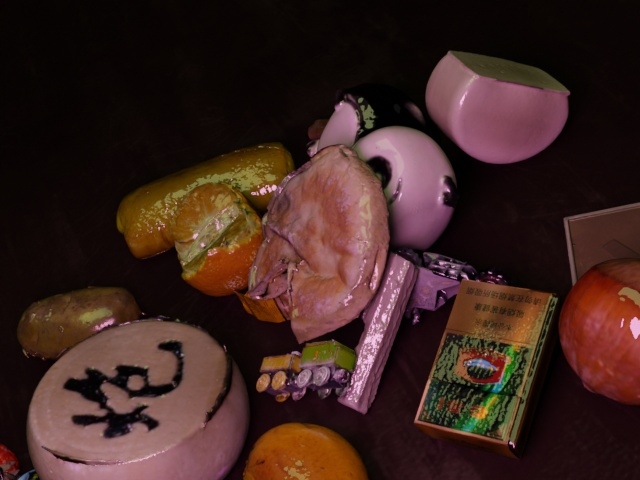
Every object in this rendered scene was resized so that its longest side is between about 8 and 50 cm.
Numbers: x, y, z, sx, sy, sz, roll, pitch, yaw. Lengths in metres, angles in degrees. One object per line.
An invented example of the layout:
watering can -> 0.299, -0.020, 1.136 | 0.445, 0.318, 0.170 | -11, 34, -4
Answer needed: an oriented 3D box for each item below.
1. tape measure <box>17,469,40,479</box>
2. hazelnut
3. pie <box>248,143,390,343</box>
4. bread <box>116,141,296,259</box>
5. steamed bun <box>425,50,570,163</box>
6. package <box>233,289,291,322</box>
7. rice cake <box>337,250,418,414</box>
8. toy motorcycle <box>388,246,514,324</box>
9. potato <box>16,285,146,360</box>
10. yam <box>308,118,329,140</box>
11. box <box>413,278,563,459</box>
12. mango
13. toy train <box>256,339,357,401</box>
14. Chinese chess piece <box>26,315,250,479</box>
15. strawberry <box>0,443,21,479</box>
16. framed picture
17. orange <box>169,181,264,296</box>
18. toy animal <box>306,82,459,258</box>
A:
tape measure -> -0.450, 0.427, 1.684 | 0.146, 0.081, 0.125 | -4, 48, 25
hazelnut -> 0.430, 0.124, 1.462 | 0.214, 0.176, 0.214 | -35, 42, 39
pie -> 0.000, 0.000, 1.710 | 0.337, 0.075, 0.337 | -27, 52, 40
bread -> -0.232, -0.091, 2.099 | 0.383, 0.112, 0.166 | -20, 40, 7
steamed bun -> 0.312, -0.231, 1.891 | 0.241, 0.164, 0.146 | 6, 27, -28
package -> -0.081, 0.105, 1.837 | 0.131, 0.071, 0.047 | -14, 44, 13
rice cake -> 0.088, 0.141, 1.643 | 0.057, 0.052, 0.256 | 15, 83, 53
toy motorcycle -> 0.199, 0.084, 1.686 | 0.215, 0.122, 0.080 | 13, 29, 21
potato -> -0.444, 0.155, 1.956 | 0.251, 0.113, 0.149 | -9, 34, 8
yam -> 0.085, -0.231, 2.122 | 0.241, 0.057, 0.057 | -3, 45, 27
box -> 0.250, 0.183, 1.531 | 0.159, 0.071, 0.240 | 8, 67, 32
mango -> -0.004, 0.362, 1.476 | 0.167, 0.130, 0.262 | -29, 45, -10
toy train -> -0.024, 0.206, 1.658 | 0.202, 0.060, 0.081 | -15, 51, 47
Chinese chess piece -> -0.286, 0.274, 1.657 | 0.349, 0.146, 0.349 | -7, 35, 5
strawberry -> -0.574, 0.392, 1.759 | 0.148, 0.131, 0.131 | 23, 60, 33
framed picture -> 0.469, 0.021, 1.671 | 0.150, 0.015, 0.203 | -13, 41, 16
orange -> -0.177, 0.010, 1.923 | 0.179, 0.158, 0.237 | -39, 36, 0
toy animal -> 0.122, -0.114, 1.843 | 0.251, 0.251, 0.310 | -24, 49, 3
